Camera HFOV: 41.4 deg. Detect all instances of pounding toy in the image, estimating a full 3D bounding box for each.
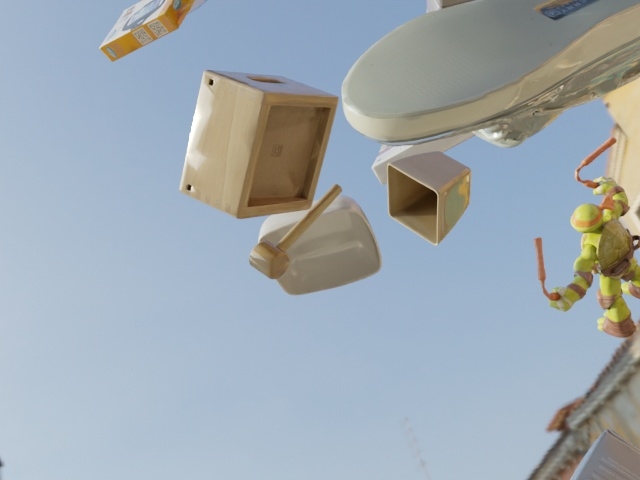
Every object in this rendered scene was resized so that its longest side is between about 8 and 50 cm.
[{"bbox_3d":[-0.060,-0.068,0.903,0.181,0.094,0.206,-11,-59,-55],"label":"pounding toy"}]

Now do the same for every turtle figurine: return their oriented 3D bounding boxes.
[{"bbox_3d":[0.385,0.011,1.119,0.087,0.269,0.217,-1,-42,43],"label":"turtle figurine"}]

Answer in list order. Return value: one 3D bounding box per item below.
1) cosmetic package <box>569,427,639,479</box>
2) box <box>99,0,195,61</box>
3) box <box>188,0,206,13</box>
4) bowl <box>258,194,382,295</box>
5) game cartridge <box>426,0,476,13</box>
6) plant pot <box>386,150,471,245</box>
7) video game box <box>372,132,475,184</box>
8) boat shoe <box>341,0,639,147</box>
[{"bbox_3d":[0.211,0.294,0.704,0.238,0.107,0.127,-43,-25,-29],"label":"cosmetic package"},{"bbox_3d":[-0.213,-0.267,1.030,0.136,0.081,0.028,-13,-48,34],"label":"box"},{"bbox_3d":[-0.090,-0.512,1.233,0.381,0.191,0.143,-43,-72,-7],"label":"box"},{"bbox_3d":[0.000,0.000,1.080,0.142,0.053,0.142,-15,-41,9],"label":"bowl"},{"bbox_3d":[0.275,-0.273,0.807,0.355,0.068,0.230,-13,-27,-2],"label":"game cartridge"},{"bbox_3d":[0.176,-0.078,1.325,0.096,0.109,0.109,-33,-42,-27],"label":"plant pot"},{"bbox_3d":[0.203,-0.192,1.621,0.205,0.187,0.048,-28,-76,18],"label":"video game box"},{"bbox_3d":[0.117,-0.093,0.477,0.227,0.079,0.081,-25,-41,-17],"label":"boat shoe"}]
